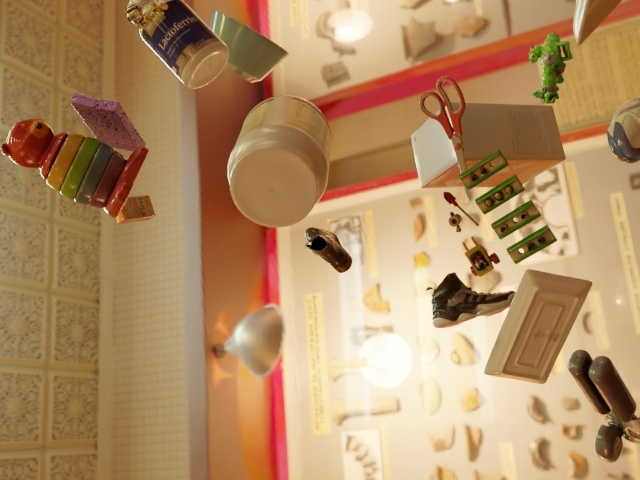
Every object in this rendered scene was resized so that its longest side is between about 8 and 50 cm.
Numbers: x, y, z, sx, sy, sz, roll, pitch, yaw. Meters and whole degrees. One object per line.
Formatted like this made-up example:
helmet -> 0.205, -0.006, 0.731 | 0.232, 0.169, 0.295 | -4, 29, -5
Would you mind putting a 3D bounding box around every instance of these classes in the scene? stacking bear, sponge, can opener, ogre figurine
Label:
stacking bear -> -0.570, -0.180, 1.645 | 0.289, 0.164, 0.176 | 26, -129, -17
sponge -> -0.512, -0.282, 1.752 | 0.210, 0.117, 0.031 | 78, -155, -68
can opener -> 0.482, 0.284, 1.198 | 0.093, 0.074, 0.280 | -53, -51, -22
ogre figurine -> 0.558, -0.424, 1.740 | 0.197, 0.096, 0.118 | -43, -45, -34

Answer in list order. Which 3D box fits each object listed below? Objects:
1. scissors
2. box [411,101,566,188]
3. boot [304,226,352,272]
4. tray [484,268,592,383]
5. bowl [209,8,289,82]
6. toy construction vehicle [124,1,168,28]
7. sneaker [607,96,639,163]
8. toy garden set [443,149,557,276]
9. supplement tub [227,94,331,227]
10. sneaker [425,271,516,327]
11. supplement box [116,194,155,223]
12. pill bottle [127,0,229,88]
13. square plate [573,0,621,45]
scissors -> 0.333, -0.247, 1.728 | 0.021, 0.109, 0.297 | -17, -100, -61
box -> 0.461, -0.259, 1.997 | 0.345, 0.215, 0.168 | -3, -106, -23
boot -> 0.000, 0.000, 2.010 | 0.106, 0.082, 0.219 | 42, 179, -42
tray -> 0.447, 0.189, 1.483 | 0.030, 0.145, 0.271 | -93, 15, -61
bowl -> -0.284, -0.679, 2.588 | 0.163, 0.311, 0.311 | -61, -27, 8
toy construction vehicle -> -0.414, -0.534, 1.709 | 0.086, 0.098, 0.035 | -7, -101, -70
sneaker -> 0.717, -0.281, 1.500 | 0.112, 0.131, 0.296 | 47, -109, -5
toy garden set -> 0.385, -0.048, 1.647 | 0.244, 0.203, 0.049 | 57, -155, 2
supplement tub -> -0.094, -0.193, 1.732 | 0.325, 0.235, 0.236 | -83, -28, -61
sneaker -> 0.447, 0.158, 2.144 | 0.101, 0.268, 0.153 | 38, -145, -72
supplement box -> -0.492, -0.082, 1.899 | 0.098, 0.036, 0.062 | -13, -100, -48
pill bottle -> -0.378, -0.540, 1.894 | 0.265, 0.153, 0.153 | 47, -156, 10
square plate -> 0.627, -0.637, 1.490 | 0.344, 0.049, 0.347 | -46, -30, -24
